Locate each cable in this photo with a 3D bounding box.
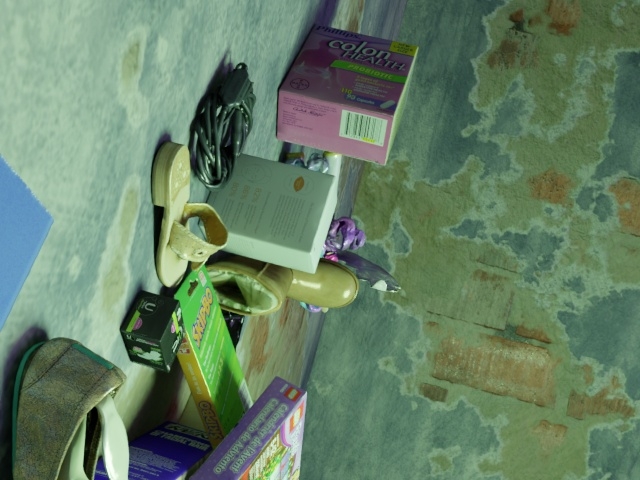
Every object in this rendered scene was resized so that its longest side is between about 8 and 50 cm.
[{"bbox_3d":[-0.133,-0.141,1.002,0.150,0.047,0.184,102,4,-57],"label":"cable"}]

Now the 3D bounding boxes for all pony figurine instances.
[{"bbox_3d":[0.000,0.000,1.512,0.351,0.303,0.363,-82,170,-83],"label":"pony figurine"}]

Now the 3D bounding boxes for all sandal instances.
[{"bbox_3d":[-0.154,-0.014,0.916,0.240,0.079,0.088,96,11,-47],"label":"sandal"}]

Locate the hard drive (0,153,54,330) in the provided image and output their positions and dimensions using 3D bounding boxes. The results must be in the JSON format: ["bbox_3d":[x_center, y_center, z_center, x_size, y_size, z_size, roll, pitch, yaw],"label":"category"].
[{"bbox_3d":[-0.267,0.079,0.417,0.210,0.040,0.318,86,20,-66],"label":"hard drive"}]

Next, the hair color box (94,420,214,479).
[{"bbox_3d":[-0.230,0.367,0.972,0.339,0.110,0.185,25,78,-84],"label":"hair color box"}]

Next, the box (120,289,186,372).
[{"bbox_3d":[-0.202,0.111,0.902,0.083,0.052,0.062,96,11,-54],"label":"box"}]

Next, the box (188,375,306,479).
[{"bbox_3d":[-0.102,0.361,1.075,0.201,0.057,0.293,-47,154,-40],"label":"box"}]

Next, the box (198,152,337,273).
[{"bbox_3d":[-0.074,-0.041,1.098,0.091,0.171,0.130,84,22,-68],"label":"box"}]

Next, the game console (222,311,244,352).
[{"bbox_3d":[-0.183,0.180,1.314,0.107,0.071,0.122,5,100,-52],"label":"game console"}]

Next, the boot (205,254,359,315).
[{"bbox_3d":[-0.059,0.078,1.216,0.269,0.236,0.089,-46,148,-82],"label":"boot"}]

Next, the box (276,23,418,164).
[{"bbox_3d":[0.055,-0.283,1.410,0.117,0.214,0.242,97,11,-46],"label":"box"}]

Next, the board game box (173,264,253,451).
[{"bbox_3d":[-0.158,0.167,1.055,0.124,0.039,0.259,-69,149,-64],"label":"board game box"}]

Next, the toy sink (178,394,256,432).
[{"bbox_3d":[-0.161,0.372,1.306,0.234,0.153,0.131,93,13,-52],"label":"toy sink"}]

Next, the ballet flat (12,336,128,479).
[{"bbox_3d":[-0.237,0.245,0.691,0.107,0.106,0.315,-56,159,-68],"label":"ballet flat"}]
